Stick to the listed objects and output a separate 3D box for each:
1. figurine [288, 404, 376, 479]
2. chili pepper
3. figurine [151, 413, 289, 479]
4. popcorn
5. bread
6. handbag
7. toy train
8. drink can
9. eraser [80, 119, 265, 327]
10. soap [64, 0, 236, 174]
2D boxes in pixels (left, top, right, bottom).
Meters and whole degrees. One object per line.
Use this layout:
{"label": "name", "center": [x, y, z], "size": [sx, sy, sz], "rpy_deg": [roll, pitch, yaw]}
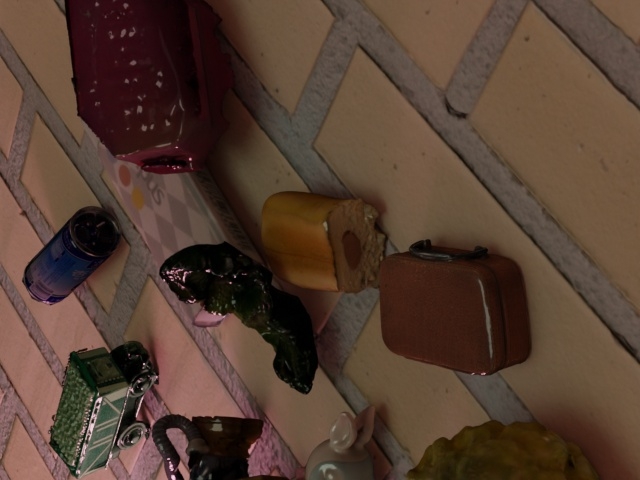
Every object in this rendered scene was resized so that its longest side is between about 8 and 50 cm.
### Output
{"label": "figurine", "center": [0.027, 0.342, 1.774], "size": [0.235, 0.127, 0.155], "rpy_deg": [-58, 39, 40]}
{"label": "chili pepper", "center": [-0.098, 0.081, 1.789], "size": [0.116, 0.264, 0.148], "rpy_deg": [-50, 21, 4]}
{"label": "figurine", "center": [-0.126, 0.452, 1.919], "size": [0.186, 0.261, 0.382], "rpy_deg": [-12, 71, 45]}
{"label": "popcorn", "center": [0.207, 0.323, 1.469], "size": [0.249, 0.249, 0.225], "rpy_deg": [53, 174, 26]}
{"label": "bread", "center": [0.001, -0.001, 1.719], "size": [0.173, 0.085, 0.134], "rpy_deg": [15, 122, 48]}
{"label": "handbag", "center": [0.157, 0.077, 1.565], "size": [0.193, 0.072, 0.151], "rpy_deg": [13, 112, 50]}
{"label": "toy train", "center": [-0.366, 0.279, 2.216], "size": [0.115, 0.154, 0.269], "rpy_deg": [50, 136, 32]}
{"label": "drink can", "center": [-0.433, 0.029, 2.264], "size": [0.235, 0.097, 0.097], "rpy_deg": [-38, 72, 50]}
{"label": "eraser", "center": [-0.231, -0.076, 1.987], "size": [0.397, 0.082, 0.213], "rpy_deg": [59, 138, 20]}
{"label": "soap", "center": [-0.243, -0.246, 1.847], "size": [0.220, 0.127, 0.325], "rpy_deg": [-15, 80, 31]}
